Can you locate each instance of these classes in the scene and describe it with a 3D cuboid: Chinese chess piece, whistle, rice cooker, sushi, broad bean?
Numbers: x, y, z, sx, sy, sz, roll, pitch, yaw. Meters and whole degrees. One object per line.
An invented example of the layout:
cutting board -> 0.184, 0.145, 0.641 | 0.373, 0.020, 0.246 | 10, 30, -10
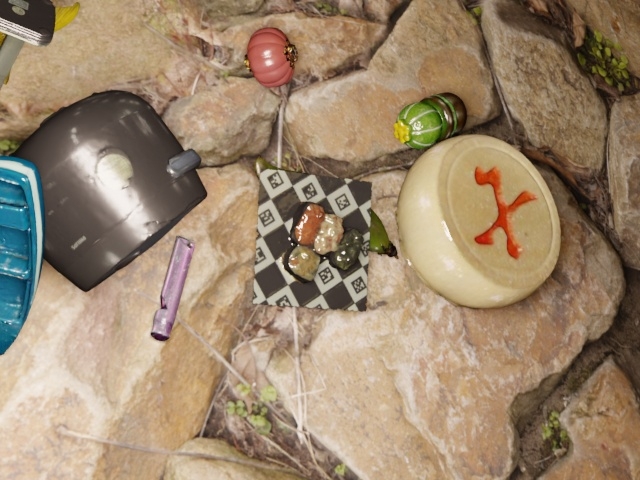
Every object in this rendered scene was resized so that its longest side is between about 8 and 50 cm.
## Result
Chinese chess piece -> 0.302, -0.035, 1.895 | 0.338, 0.140, 0.338 | 13, 65, -31
whistle -> -0.230, 0.073, 1.554 | 0.033, 0.033, 0.176 | 25, 59, -25
rice cooker -> -0.310, -0.078, 1.418 | 0.224, 0.267, 0.267 | 50, 52, -3
sushi -> 0.000, 0.000, 1.681 | 0.219, 0.047, 0.231 | 5, 84, -27
broad bean -> 0.021, -0.059, 1.758 | 0.339, 0.061, 0.077 | 30, 69, -22

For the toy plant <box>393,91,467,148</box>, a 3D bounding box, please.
toy plant -> 0.210, -0.232, 1.939 | 0.162, 0.093, 0.093 | -26, 88, -35

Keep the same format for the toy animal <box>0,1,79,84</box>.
toy animal -> -0.478, -0.322, 1.502 | 0.219, 0.155, 0.095 | -11, 41, -38

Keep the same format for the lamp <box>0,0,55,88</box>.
lamp -> -0.515, -0.241, 1.396 | 0.203, 0.283, 0.124 | 22, 19, -29

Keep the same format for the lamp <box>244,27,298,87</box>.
lamp -> -0.087, -0.325, 1.766 | 0.107, 0.092, 0.107 | -10, 90, -74

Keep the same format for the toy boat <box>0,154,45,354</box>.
toy boat -> -0.416, 0.025, 1.324 | 0.096, 0.299, 0.062 | 12, 32, 0
